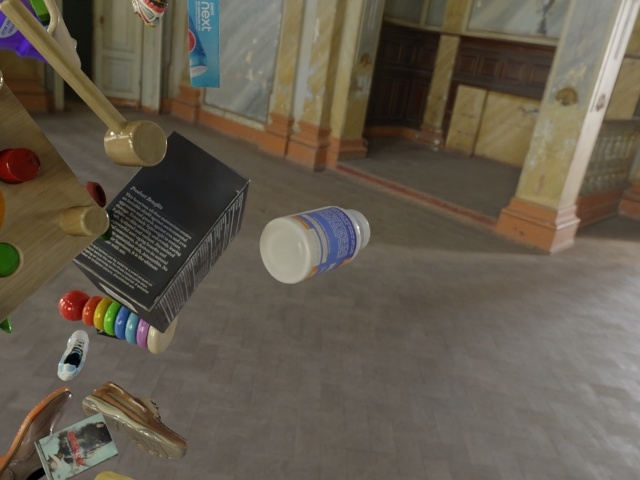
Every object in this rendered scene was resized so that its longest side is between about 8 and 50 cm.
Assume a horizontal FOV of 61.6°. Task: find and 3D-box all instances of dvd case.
[{"bbox_3d":[-0.446,0.381,0.984,0.119,0.013,0.087,-19,69,-34],"label":"dvd case"}]

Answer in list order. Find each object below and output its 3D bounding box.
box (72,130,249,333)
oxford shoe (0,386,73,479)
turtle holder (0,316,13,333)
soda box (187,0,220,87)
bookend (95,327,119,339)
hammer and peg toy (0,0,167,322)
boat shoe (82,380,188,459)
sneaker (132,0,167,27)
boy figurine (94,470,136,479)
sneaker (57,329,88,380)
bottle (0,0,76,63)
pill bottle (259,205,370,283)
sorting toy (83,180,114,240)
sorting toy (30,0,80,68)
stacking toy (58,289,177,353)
[{"bbox_3d":[-0.300,-0.004,1.053,0.182,0.294,0.296,35,-21,0],"label":"box"},{"bbox_3d":[-0.795,0.587,1.514,0.132,0.130,0.364,23,48,1],"label":"oxford shoe"},{"bbox_3d":[-0.872,0.116,1.202,0.227,0.320,0.243,-23,0,-20],"label":"turtle holder"},{"bbox_3d":[-0.273,-0.472,1.262,0.071,0.210,0.067,-1,34,-11],"label":"soda box"},{"bbox_3d":[-0.631,0.270,1.777,0.156,0.072,0.157,-13,-19,6],"label":"bookend"},{"bbox_3d":[-0.362,-0.075,0.585,0.127,0.266,0.361,1,42,39],"label":"hammer and peg toy"},{"bbox_3d":[-0.501,0.492,1.498,0.324,0.123,0.116,28,44,6],"label":"boat shoe"},{"bbox_3d":[-0.550,-0.732,1.634,0.088,0.093,0.225,-6,50,-42],"label":"sneaker"},{"bbox_3d":[-0.334,0.438,0.791,0.092,0.285,0.177,30,36,-7],"label":"boy figurine"},{"bbox_3d":[-0.907,0.415,1.998,0.085,0.086,0.237,34,22,-26],"label":"sneaker"},{"bbox_3d":[-0.585,-0.407,0.953,0.282,0.118,0.092,28,8,-42],"label":"bottle"},{"bbox_3d":[0.000,0.000,1.272,0.152,0.152,0.272,23,24,33],"label":"pill bottle"},{"bbox_3d":[-0.362,-0.042,0.851,0.042,0.102,0.061,-15,-17,3],"label":"sorting toy"},{"bbox_3d":[-0.408,-0.380,0.748,0.041,0.229,0.307,-20,6,-16],"label":"sorting toy"},{"bbox_3d":[-0.589,0.215,1.542,0.330,0.141,0.141,15,21,7],"label":"stacking toy"}]
